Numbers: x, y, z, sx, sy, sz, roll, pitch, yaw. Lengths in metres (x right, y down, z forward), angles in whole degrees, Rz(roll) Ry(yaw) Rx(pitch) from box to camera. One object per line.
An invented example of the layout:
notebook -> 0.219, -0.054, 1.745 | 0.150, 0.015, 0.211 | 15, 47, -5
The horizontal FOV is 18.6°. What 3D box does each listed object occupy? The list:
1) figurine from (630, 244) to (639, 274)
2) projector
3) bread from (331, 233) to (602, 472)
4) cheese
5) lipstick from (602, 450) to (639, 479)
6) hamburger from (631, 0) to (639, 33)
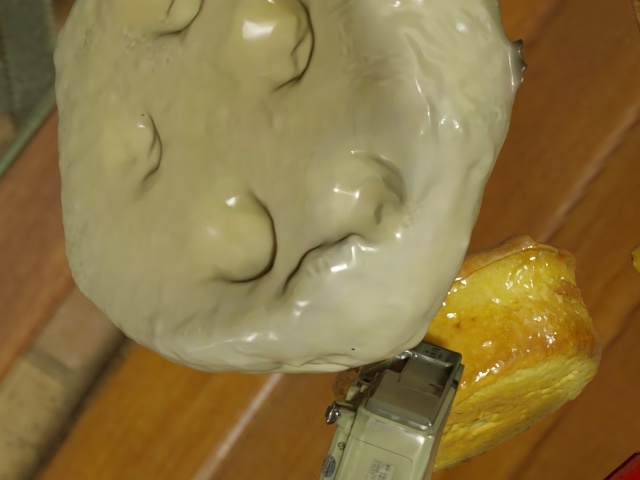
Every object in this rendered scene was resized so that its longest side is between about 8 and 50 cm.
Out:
figurine -> 0.349, 0.044, 1.765 | 0.122, 0.176, 0.121 | 11, 76, 22
projector -> 0.042, 0.184, 1.523 | 0.269, 0.088, 0.193 | -40, -31, -78
bread -> 0.135, 0.108, 1.815 | 0.268, 0.268, 0.145 | -36, 66, 17
cheese -> -0.024, -0.084, 1.091 | 0.318, 0.115, 0.326 | 41, 115, 41
lipstick -> 0.163, 0.277, 1.509 | 0.280, 0.073, 0.073 | -42, 40, 5
hamburger -> 0.300, -0.163, 1.410 | 0.166, 0.137, 0.087 | 68, 152, 27
